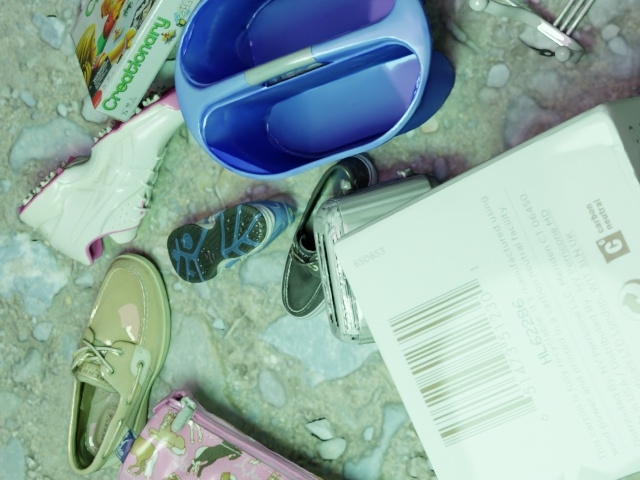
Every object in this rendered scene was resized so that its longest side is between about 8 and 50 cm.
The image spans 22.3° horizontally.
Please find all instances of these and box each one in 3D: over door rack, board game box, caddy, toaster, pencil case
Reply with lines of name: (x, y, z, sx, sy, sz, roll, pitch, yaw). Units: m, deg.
over door rack: (0.217, -0.382, 1.810, 0.324, 0.108, 0.239, 41, 113, 16)
board game box: (-0.205, -0.322, 2.011, 0.305, 0.053, 0.193, -55, 34, 23)
caddy: (-0.010, -0.208, 1.915, 0.341, 0.179, 0.241, -18, 89, 29)
toaster: (0.078, 0.033, 1.911, 0.146, 0.129, 0.227, -10, 96, -8)
pencil case: (-0.069, 0.336, 2.047, 0.386, 0.167, 0.160, 28, 74, 21)

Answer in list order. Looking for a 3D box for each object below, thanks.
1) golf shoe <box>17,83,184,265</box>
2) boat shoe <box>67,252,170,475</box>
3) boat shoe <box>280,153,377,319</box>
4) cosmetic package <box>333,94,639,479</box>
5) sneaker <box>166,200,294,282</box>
golf shoe: (-0.252, -0.084, 2.113, 0.306, 0.115, 0.140, -37, 98, 28)
boat shoe: (-0.277, 0.167, 2.156, 0.109, 0.098, 0.302, 19, 106, 24)
boat shoe: (0.000, 0.000, 1.999, 0.080, 0.076, 0.228, 34, 111, 18)
cosmetic package: (0.285, 0.056, 1.681, 0.327, 0.393, 0.329, -28, 85, 28)
sneaker: (-0.116, 0.000, 2.064, 0.211, 0.081, 0.080, -17, 92, 46)
